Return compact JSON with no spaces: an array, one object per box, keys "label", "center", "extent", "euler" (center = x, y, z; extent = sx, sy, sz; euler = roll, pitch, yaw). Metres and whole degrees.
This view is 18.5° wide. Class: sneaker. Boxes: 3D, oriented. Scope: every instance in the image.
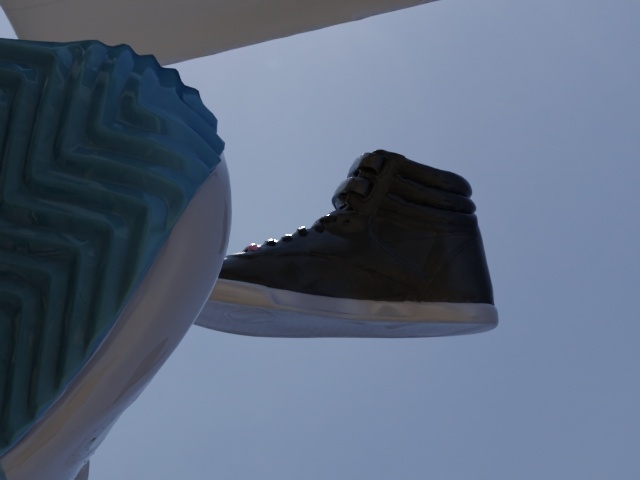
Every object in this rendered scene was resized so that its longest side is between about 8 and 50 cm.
[{"label":"sneaker","center":[0.000,0.000,1.612],"extent":[0.104,0.296,0.147],"euler":[137,-47,-70]},{"label":"sneaker","center":[-0.088,0.042,0.409],"extent":[0.229,0.092,0.087],"euler":[-44,-117,31]}]

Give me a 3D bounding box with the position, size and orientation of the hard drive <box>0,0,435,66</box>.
[{"label":"hard drive","center":[-0.045,-0.199,0.504],"extent":[0.210,0.040,0.318],"euler":[-11,-57,22]}]
